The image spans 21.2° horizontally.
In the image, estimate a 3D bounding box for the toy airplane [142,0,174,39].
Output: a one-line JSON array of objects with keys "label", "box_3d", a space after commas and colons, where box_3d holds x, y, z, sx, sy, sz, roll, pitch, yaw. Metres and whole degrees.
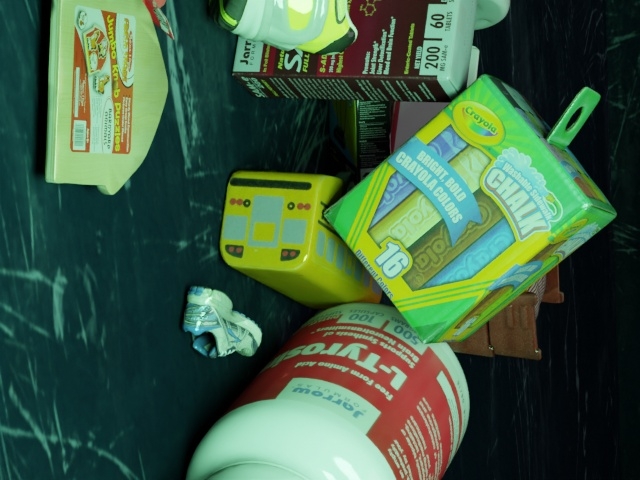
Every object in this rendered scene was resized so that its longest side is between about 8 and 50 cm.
[{"label": "toy airplane", "box_3d": [-0.162, -0.242, 1.533, 0.151, 0.028, 0.151, -32, 128, -53]}]

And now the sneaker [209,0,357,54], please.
[{"label": "sneaker", "box_3d": [0.014, -0.364, 1.745, 0.145, 0.147, 0.385, -5, -118, 69]}]

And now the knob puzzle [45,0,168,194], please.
[{"label": "knob puzzle", "box_3d": [-0.188, -0.136, 1.472, 0.213, 0.030, 0.213, 3, 90, -68]}]

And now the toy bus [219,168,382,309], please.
[{"label": "toy bus", "box_3d": [0.000, 0.000, 1.919, 0.332, 0.108, 0.130, 33, 61, -68]}]

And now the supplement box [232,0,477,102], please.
[{"label": "supplement box", "box_3d": [0.037, -0.218, 1.791, 0.073, 0.239, 0.130, 40, 55, -65]}]

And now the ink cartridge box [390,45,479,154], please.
[{"label": "ink cartridge box", "box_3d": [0.117, -0.130, 2.124, 0.237, 0.100, 0.172, 119, -20, -74]}]

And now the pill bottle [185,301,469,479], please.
[{"label": "pill bottle", "box_3d": [0.000, 0.236, 1.771, 0.408, 0.229, 0.229, -46, 136, -63]}]

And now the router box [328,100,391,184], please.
[{"label": "router box", "box_3d": [0.044, -0.144, 2.005, 0.179, 0.046, 0.133, -130, -143, -75]}]

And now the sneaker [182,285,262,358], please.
[{"label": "sneaker", "box_3d": [-0.106, 0.095, 1.736, 0.135, 0.052, 0.058, 47, 58, -54]}]

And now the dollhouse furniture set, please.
[{"label": "dollhouse furniture set", "box_3d": [0.275, -0.022, 2.638, 0.201, 0.152, 0.374, -58, 145, -55]}]

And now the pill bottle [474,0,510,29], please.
[{"label": "pill bottle", "box_3d": [0.193, -0.444, 2.330, 0.160, 0.160, 0.283, 45, 51, -65]}]

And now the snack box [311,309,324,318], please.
[{"label": "snack box", "box_3d": [0.027, 0.241, 2.107, 0.187, 0.060, 0.322, -48, 137, -60]}]

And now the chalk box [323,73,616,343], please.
[{"label": "chalk box", "box_3d": [0.185, -0.047, 1.785, 0.179, 0.289, 0.180, 54, 15, 14]}]
